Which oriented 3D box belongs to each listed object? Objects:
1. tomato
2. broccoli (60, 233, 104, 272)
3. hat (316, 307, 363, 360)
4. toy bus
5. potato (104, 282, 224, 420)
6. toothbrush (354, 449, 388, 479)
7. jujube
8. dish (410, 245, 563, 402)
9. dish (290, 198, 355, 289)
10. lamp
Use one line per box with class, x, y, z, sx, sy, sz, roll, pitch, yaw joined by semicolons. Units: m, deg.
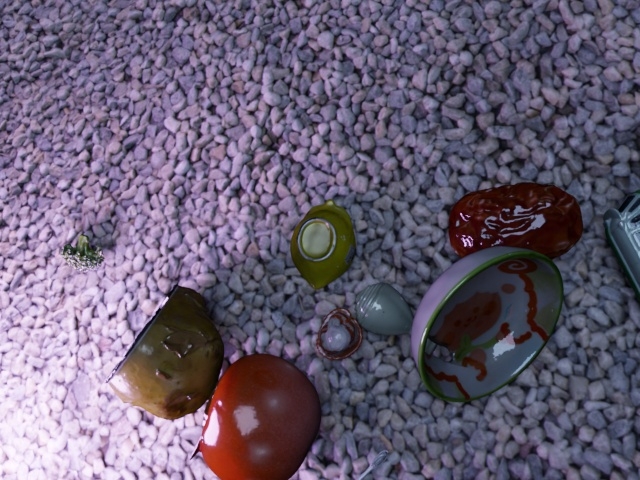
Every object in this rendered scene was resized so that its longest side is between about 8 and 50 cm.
tomato;-0.119;0.349;1.219;0.225;0.256;0.255;24;83;10
broccoli;-0.561;0.030;1.486;0.095;0.097;0.091;10;90;-25
hat;0.033;0.191;1.271;0.094;0.162;0.112;18;85;13
toy bus;0.655;0.029;1.186;0.165;0.133;0.276;-23;72;6
potato;-0.298;0.240;1.305;0.196;0.299;0.246;38;106;-11
toothbrush;0.033;0.524;1.260;0.286;0.025;0.020;-45;71;-1
jujube;0.379;-0.029;1.243;0.251;0.174;0.174;-6;75;9
dish;0.290;0.138;1.186;0.324;0.324;0.124;-44;38;-1
dish;0.000;0.000;1.369;0.149;0.080;0.207;4;79;13
lamp;0.159;0.159;1.287;0.193;0.106;0.106;28;84;8
